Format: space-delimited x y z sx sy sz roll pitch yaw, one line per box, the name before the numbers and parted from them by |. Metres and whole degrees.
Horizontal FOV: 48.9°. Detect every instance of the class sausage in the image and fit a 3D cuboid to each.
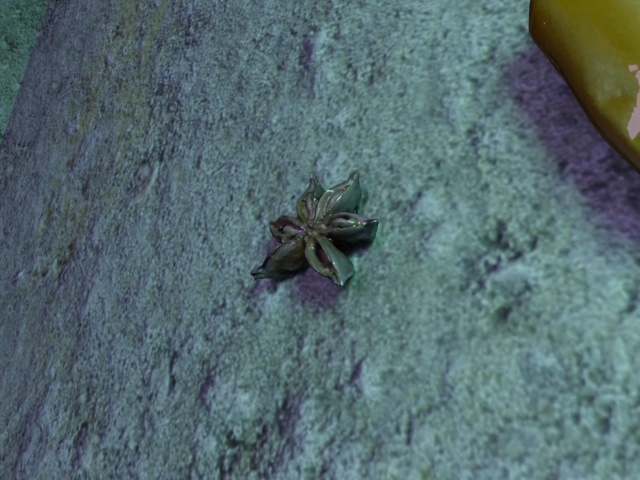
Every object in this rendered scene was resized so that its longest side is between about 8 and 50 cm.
sausage | 0.319 -0.150 0.669 0.134 0.116 0.353 -28 52 13

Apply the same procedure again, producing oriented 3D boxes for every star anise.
star anise | 0.004 -0.015 0.945 0.208 0.063 0.171 0 64 48
